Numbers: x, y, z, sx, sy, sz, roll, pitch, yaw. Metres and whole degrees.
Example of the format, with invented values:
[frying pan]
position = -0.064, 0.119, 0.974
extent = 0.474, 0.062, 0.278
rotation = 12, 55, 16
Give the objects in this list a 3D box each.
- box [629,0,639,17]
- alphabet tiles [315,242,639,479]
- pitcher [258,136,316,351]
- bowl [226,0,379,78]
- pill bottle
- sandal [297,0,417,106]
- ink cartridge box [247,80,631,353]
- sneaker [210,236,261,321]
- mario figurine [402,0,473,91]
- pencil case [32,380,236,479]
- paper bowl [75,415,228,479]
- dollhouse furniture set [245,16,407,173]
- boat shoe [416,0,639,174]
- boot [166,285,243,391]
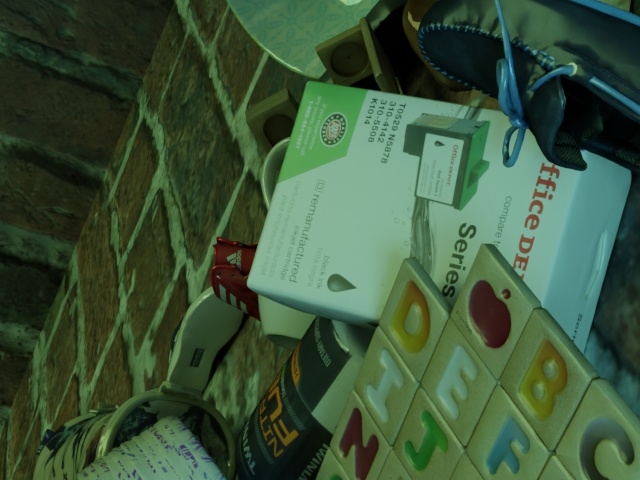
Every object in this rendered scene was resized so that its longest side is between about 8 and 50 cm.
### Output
[box]
position = 0.279, -0.227, 0.871
extent = 0.225, 0.036, 0.136
rotation = -32, 42, 62
[alphabet tiles]
position = 0.085, 0.186, 0.829
extent = 0.285, 0.011, 0.342
rotation = 56, 138, 41
[pitcher]
position = 0.000, 0.000, 1.261
extent = 0.177, 0.125, 0.207
rotation = 7, 72, 38
[bowl]
position = 0.016, -0.337, 1.494
extent = 0.156, 0.289, 0.289
rotation = -32, -4, -33
[pill bottle]
position = 0.013, 0.152, 1.104
extent = 0.246, 0.130, 0.130
rotation = -58, 22, 35
[sandal]
position = 0.037, -0.143, 1.407
extent = 0.254, 0.097, 0.054
rotation = -58, 47, 36
[ink cartridge box]
position = 0.081, -0.011, 0.941
extent = 0.219, 0.092, 0.160
rotation = 12, 82, 30
[sneaker]
position = -0.039, 0.028, 1.380
extent = 0.221, 0.128, 0.087
rotation = -48, 29, 50
[mario figurine]
position = 0.152, -0.231, 0.882
extent = 0.198, 0.170, 0.320
rotation = -47, -5, -24
[pencil case]
position = -0.231, 0.268, 1.641
extent = 0.410, 0.160, 0.184
rotation = 152, 119, -65
[paper bowl]
position = -0.094, 0.284, 1.007
extent = 0.148, 0.284, 0.284
rotation = -33, 14, -12
[dollhouse furniture set]
position = 0.017, -0.099, 1.327
extent = 0.151, 0.144, 0.123
rotation = -27, 32, 10
[boat shoe]
position = 0.153, -0.088, 0.808
extent = 0.258, 0.109, 0.089
rotation = 21, 72, 41
[boot]
position = -0.150, 0.104, 1.712
extent = 0.086, 0.069, 0.190
rotation = -98, 31, -49
